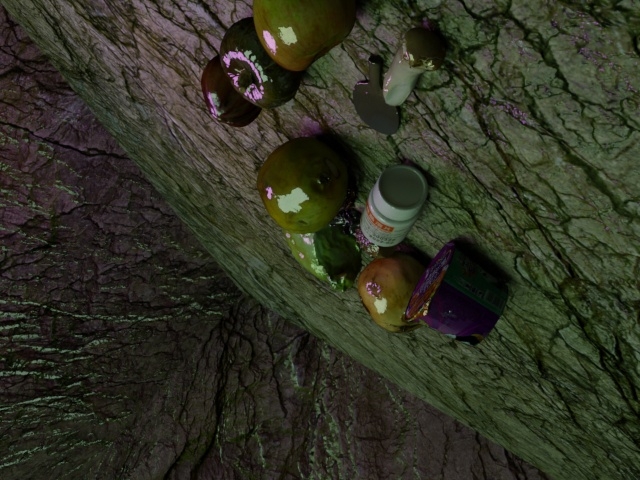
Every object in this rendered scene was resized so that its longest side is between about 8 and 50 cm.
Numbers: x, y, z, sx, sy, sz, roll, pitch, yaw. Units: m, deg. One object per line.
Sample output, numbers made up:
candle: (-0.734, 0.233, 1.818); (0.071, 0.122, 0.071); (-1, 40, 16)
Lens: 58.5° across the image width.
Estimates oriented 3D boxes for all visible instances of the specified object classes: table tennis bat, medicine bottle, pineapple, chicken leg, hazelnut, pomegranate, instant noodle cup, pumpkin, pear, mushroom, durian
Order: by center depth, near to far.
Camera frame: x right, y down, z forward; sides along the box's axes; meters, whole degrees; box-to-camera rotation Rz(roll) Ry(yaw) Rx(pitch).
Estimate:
mushroom: (0.169, -0.324, 1.093); (0.084, 0.071, 0.209); (12, 166, -8)
table tennis bat: (0.124, -0.317, 1.267); (0.131, 0.022, 0.234); (35, 163, 20)
pumpkin: (-0.149, -0.409, 1.367); (0.218, 0.162, 0.219); (32, 156, 16)
medicine bottle: (0.188, -0.087, 1.470); (0.144, 0.144, 0.252); (38, 160, 6)
instant noodle cup: (0.371, 0.155, 1.537); (0.190, 0.251, 0.251); (31, 161, 0)
hazelnut: (-0.244, -0.405, 1.539); (0.178, 0.178, 0.204); (35, 161, 15)
pear: (-0.051, -0.151, 1.593); (0.269, 0.269, 0.321); (47, 170, -19)
chicken leg: (0.073, -0.137, 1.719); (0.093, 0.053, 0.205); (58, 161, 24)
pineapple: (0.124, -0.035, 1.769); (0.251, 0.125, 0.125); (30, 159, 39)
pomegranate: (0.243, 0.159, 1.779); (0.260, 0.260, 0.260); (35, 161, 14)
durian: (0.000, 0.000, 1.971); (0.339, 0.204, 0.256); (32, 147, 50)

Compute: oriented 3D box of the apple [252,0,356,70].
apple: (-0.034, -0.425, 1.059); (0.195, 0.196, 0.196); (35, 161, 14)
